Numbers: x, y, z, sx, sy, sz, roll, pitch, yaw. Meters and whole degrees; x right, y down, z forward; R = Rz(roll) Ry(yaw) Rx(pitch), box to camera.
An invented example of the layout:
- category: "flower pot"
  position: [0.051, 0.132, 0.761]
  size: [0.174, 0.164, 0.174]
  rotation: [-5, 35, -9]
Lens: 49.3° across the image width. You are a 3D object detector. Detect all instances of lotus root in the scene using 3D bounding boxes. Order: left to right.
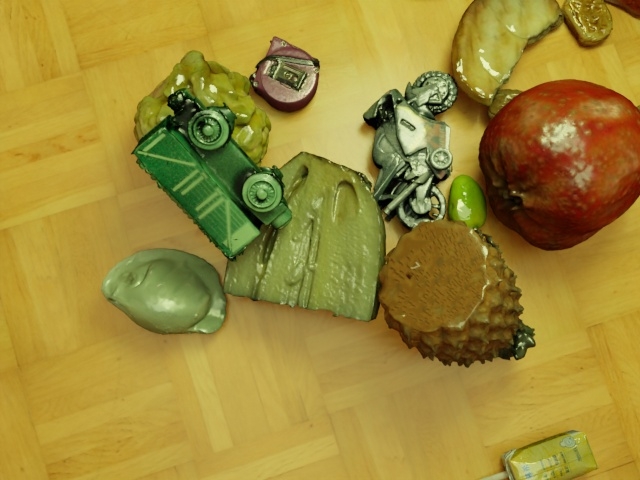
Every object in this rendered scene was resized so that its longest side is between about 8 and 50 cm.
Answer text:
- category: "lotus root"
  position: [-0.009, -0.014, 1.204]
  size: [0.267, 0.149, 0.260]
  rotation: [9, 90, 16]

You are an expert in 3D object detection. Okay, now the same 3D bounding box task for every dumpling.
- category: "dumpling"
  position: [-0.272, 0.099, 1.230]
  size: [0.219, 0.153, 0.108]
  rotation: [25, 126, -13]

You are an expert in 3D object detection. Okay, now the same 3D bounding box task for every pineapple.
- category: "pineapple"
  position: [0.251, 0.118, 1.164]
  size: [0.223, 0.357, 0.223]
  rotation: [-15, 60, 28]

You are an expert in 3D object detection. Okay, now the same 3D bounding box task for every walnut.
- category: "walnut"
  position: [0.359, -0.244, 1.302]
  size: [0.096, 0.082, 0.079]
  rotation: [12, 54, 1]

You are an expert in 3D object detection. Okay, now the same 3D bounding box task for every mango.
- category: "mango"
  position: [0.268, -0.068, 1.283]
  size: [0.073, 0.056, 0.108]
  rotation: [-8, 84, -12]

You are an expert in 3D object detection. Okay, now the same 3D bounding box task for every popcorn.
- category: "popcorn"
  position: [-0.205, -0.210, 1.216]
  size: [0.259, 0.212, 0.259]
  rotation: [0, 90, -5]

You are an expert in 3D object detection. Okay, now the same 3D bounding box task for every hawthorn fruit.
- category: "hawthorn fruit"
  position: [0.438, -0.149, 1.194]
  size: [0.330, 0.287, 0.287]
  rotation: [-32, 85, -16]

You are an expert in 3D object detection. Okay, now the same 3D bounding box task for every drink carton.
- category: "drink carton"
  position: [0.373, 0.395, 1.218]
  size: [0.200, 0.074, 0.084]
  rotation: [-19, 83, -6]

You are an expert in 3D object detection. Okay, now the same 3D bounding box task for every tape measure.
- category: "tape measure"
  position: [-0.065, -0.303, 1.294]
  size: [0.125, 0.074, 0.118]
  rotation: [23, 83, 3]

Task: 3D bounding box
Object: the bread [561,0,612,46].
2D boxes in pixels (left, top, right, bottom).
- category: "bread"
  position: [0.517, -0.431, 1.348]
  size: [0.083, 0.044, 0.111]
  rotation: [-29, 86, -9]

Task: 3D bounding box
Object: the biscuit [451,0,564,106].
- category: "biscuit"
  position: [0.334, -0.387, 1.306]
  size: [0.154, 0.045, 0.299]
  rotation: [41, 69, 4]

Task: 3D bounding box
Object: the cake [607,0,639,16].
- category: "cake"
  position: [0.597, -0.581, 1.244]
  size: [0.237, 0.309, 0.230]
  rotation: [22, 85, -2]

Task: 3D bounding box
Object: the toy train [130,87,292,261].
- category: "toy train"
  position: [-0.160, -0.102, 1.078]
  size: [0.154, 0.115, 0.269]
  rotation: [-38, 111, 6]

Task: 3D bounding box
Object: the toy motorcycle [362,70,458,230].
- category: "toy motorcycle"
  position: [0.157, -0.165, 1.274]
  size: [0.173, 0.108, 0.307]
  rotation: [6, 83, 8]
